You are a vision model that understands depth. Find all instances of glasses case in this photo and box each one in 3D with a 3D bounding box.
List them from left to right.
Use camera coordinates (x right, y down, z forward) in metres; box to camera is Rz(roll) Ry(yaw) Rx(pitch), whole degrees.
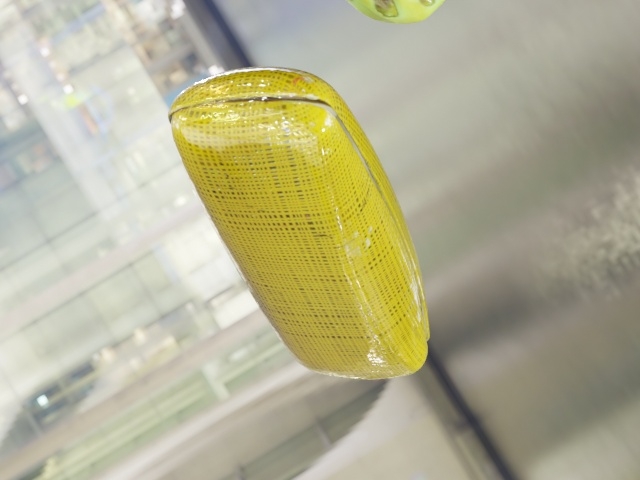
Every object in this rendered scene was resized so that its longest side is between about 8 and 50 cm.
[{"bbox_3d":[0.000,0.000,0.695,0.234,0.079,0.064,64,-154,-57],"label":"glasses case"}]

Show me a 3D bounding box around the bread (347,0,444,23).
[{"bbox_3d":[0.065,-0.236,1.167,0.130,0.139,0.071,59,171,9],"label":"bread"}]
